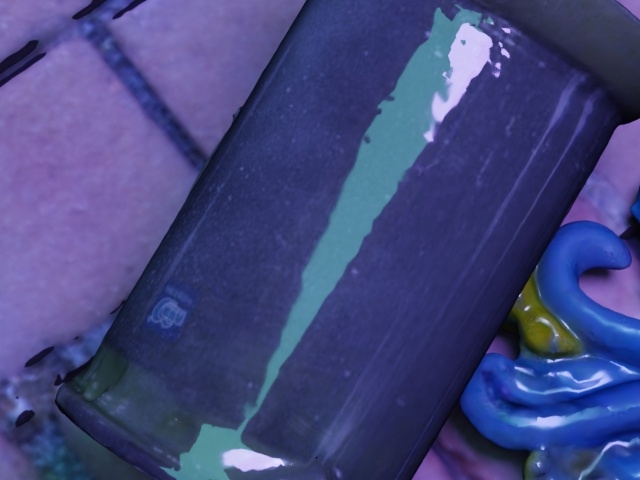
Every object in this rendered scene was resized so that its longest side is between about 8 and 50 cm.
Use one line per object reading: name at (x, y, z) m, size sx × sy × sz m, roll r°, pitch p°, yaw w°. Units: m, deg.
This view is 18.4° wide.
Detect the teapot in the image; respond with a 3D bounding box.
teapot at (0.000, 0.000, 1.026) m, size 0.337 × 0.200 × 0.270 m, roll -59°, pitch 33°, yaw -2°

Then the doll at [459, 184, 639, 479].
doll at (0.243, 0.095, 1.030) m, size 0.341 × 0.099 × 0.346 m, roll 5°, pitch 66°, yaw 4°
